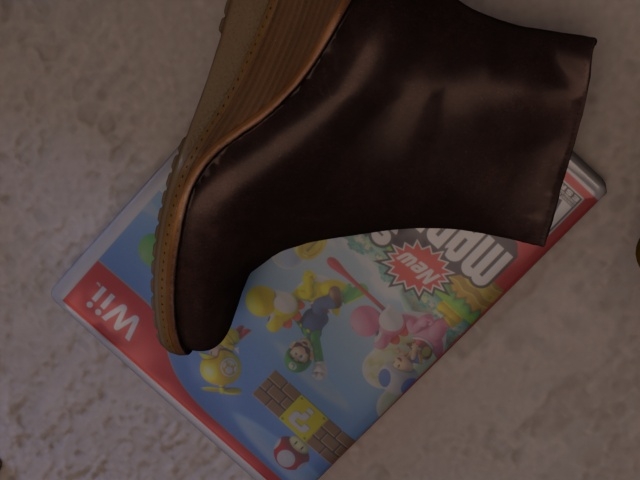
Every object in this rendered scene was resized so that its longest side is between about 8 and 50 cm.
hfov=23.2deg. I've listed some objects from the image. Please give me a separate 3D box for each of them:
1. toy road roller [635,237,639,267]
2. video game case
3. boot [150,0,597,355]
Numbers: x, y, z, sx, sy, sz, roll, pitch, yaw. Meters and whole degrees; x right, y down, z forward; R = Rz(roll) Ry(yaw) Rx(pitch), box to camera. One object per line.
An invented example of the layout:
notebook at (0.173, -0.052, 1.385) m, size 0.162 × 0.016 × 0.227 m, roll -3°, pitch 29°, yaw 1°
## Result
toy road roller at (0.318, -0.020, 0.823) m, size 0.329 × 0.240 × 0.202 m, roll -40°, pitch 97°, yaw -21°
video game case at (0.000, 0.000, 0.940) m, size 0.204 × 0.025 × 0.285 m, roll 42°, pitch 107°, yaw -4°
boot at (0.025, -0.026, 0.867) m, size 0.207 × 0.090 × 0.248 m, roll 18°, pitch 103°, yaw 6°
